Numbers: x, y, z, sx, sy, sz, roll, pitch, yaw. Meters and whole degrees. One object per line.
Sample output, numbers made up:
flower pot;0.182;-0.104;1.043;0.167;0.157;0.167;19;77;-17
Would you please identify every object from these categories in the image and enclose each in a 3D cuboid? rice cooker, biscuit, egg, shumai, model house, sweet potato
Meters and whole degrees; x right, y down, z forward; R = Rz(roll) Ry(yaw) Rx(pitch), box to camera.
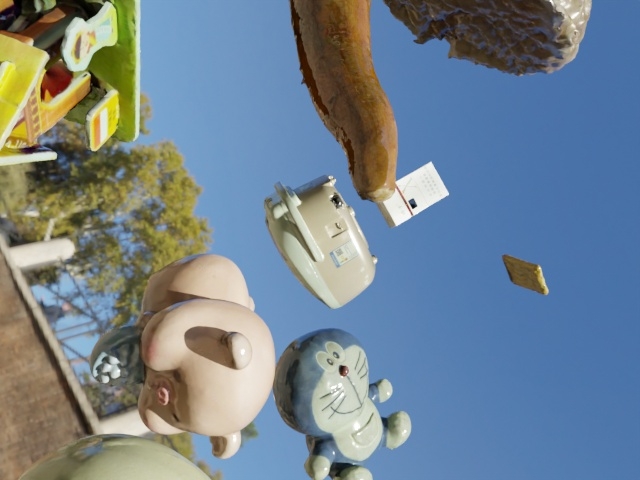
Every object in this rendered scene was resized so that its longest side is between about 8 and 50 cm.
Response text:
rice cooker;0.000;0.000;0.998;0.206;0.127;0.145;65;-4;-20
biscuit;0.383;0.063;1.266;0.081;0.018;0.083;23;-26;46
egg;-0.229;0.340;0.784;0.219;0.269;0.219;-160;-90;-74
shumai;0.199;-0.369;0.732;0.217;0.346;0.283;14;-102;52
model house;-0.387;-0.097;0.658;0.300;0.324;0.340;22;-46;6
sweet potato;0.008;-0.140;0.415;0.057;0.057;0.265;-38;-127;54

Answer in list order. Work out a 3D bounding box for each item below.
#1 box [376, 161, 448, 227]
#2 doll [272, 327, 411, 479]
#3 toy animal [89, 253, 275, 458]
box;0.194;-0.099;1.462;0.084;0.154;0.040;61;-24;-4
doll;0.027;0.268;1.113;0.154;0.228;0.258;5;-58;42
toy animal;-0.159;0.141;0.914;0.229;0.221;0.210;15;-56;15
